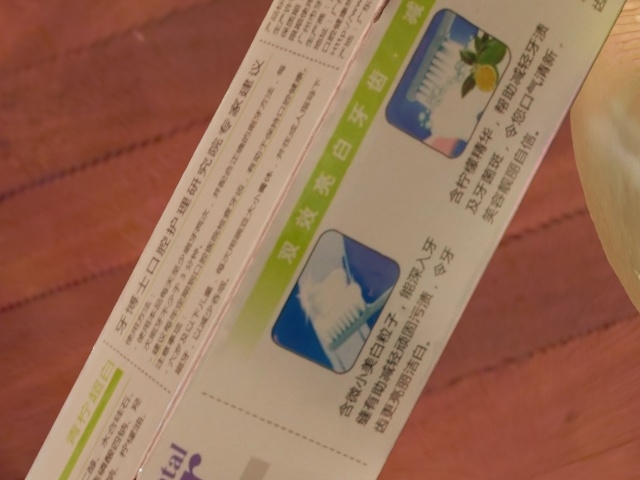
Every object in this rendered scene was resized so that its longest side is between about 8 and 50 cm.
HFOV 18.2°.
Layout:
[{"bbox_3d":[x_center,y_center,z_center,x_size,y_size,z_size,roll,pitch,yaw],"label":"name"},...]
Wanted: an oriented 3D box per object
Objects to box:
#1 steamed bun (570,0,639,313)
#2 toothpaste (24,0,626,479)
[{"bbox_3d":[0.179,-0.006,0.682,0.170,0.239,0.153,-10,111,-4],"label":"steamed bun"},{"bbox_3d":[0.000,0.000,0.591,0.081,0.067,0.337,27,91,-33],"label":"toothpaste"}]
